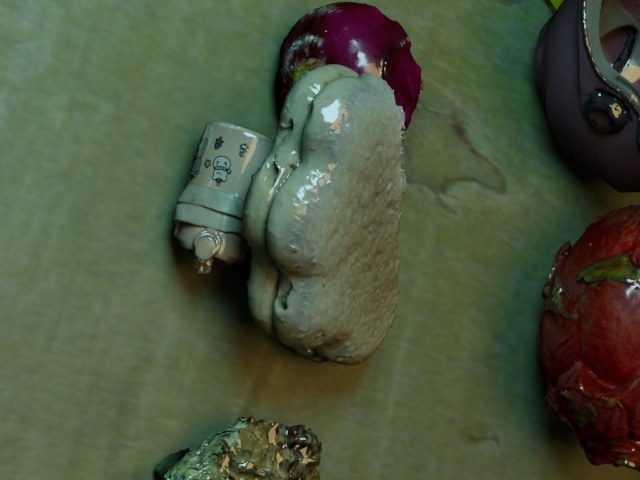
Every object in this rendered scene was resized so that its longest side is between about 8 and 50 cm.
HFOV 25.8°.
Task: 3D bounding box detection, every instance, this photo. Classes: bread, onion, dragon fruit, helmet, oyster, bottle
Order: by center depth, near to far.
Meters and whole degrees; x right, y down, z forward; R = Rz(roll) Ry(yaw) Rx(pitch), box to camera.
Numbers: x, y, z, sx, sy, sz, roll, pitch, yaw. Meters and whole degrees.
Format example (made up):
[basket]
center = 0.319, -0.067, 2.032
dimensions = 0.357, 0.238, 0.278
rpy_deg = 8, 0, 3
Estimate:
[bread]
center = -0.003, -0.002, 1.404
dimensions = 0.183, 0.102, 0.337
rpy_deg = -35, 134, -41
[oyster]
center = -0.088, 0.275, 1.414
dimensions = 0.260, 0.092, 0.198
rpy_deg = 12, 85, -38
[bottle]
center = -0.097, -0.037, 1.419
dimensions = 0.099, 0.099, 0.152
rpy_deg = 20, 85, -34
[onion]
center = 0.058, -0.174, 1.508
dimensions = 0.198, 0.135, 0.173
rpy_deg = -14, 99, -38
[dragon fruit]
center = 0.391, 0.110, 1.657
dimensions = 0.277, 0.277, 0.342
rpy_deg = 10, 86, -36
[helmet]
center = 0.376, -0.196, 1.706
dimensions = 0.338, 0.197, 0.271
rpy_deg = 40, 57, -19

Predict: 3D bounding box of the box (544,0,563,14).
[box]
center = 0.333, -0.361, 1.759
dimensions = 0.155, 0.023, 0.087
rpy_deg = -45, 112, -8
